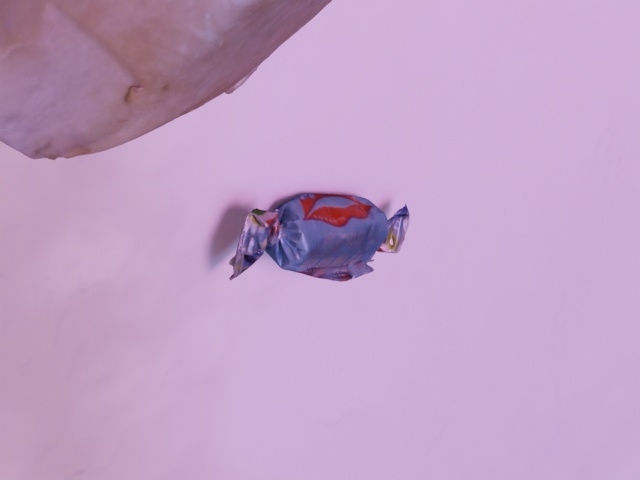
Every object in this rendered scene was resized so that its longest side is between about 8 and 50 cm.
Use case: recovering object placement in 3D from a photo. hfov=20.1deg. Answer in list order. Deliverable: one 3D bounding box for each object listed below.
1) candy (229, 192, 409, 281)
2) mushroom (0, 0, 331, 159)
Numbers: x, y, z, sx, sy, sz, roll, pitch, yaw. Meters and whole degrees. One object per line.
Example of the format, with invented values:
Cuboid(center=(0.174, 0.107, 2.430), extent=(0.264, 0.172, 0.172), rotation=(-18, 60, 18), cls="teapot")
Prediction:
Cuboid(center=(0.000, 0.001, 0.594), extent=(0.083, 0.020, 0.030), rotation=(0, 123, -50), cls="candy")
Cuboid(center=(-0.011, -0.100, 0.451), extent=(0.209, 0.071, 0.084), rotation=(-47, 140, 3), cls="mushroom")
